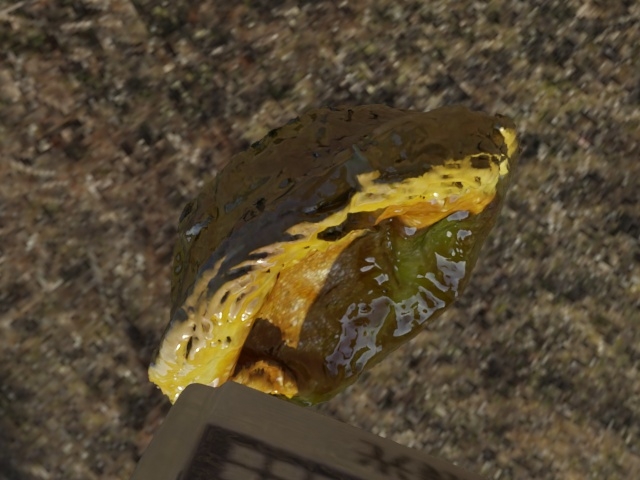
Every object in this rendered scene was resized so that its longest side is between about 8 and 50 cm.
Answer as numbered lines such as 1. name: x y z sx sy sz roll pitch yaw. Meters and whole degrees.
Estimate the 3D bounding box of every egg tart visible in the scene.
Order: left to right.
1. egg tart: 0.000 0.000 1.120 0.150 0.352 0.352 52 130 21

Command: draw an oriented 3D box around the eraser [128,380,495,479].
1. eraser: 0.063 0.145 0.481 0.279 0.124 0.081 21 108 1
